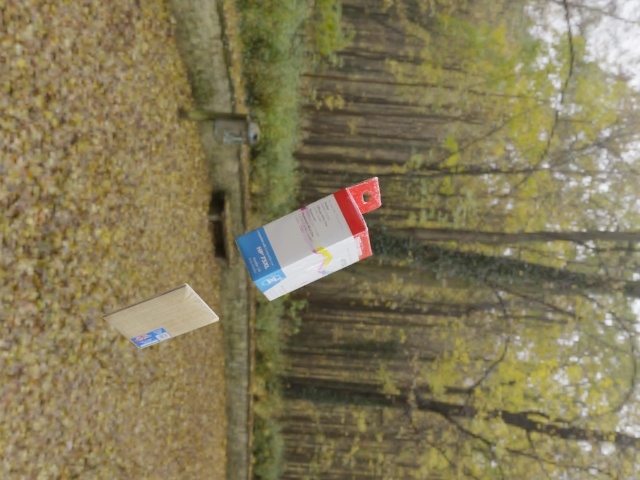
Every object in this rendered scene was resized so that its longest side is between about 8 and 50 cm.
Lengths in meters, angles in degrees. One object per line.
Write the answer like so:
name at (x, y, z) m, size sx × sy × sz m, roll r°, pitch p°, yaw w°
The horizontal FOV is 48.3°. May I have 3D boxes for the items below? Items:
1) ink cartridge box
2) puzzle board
ink cartridge box at (0.000, 0.000, 1.098) m, size 0.134 × 0.231 × 0.078 m, roll 66°, pitch 0°, yaw -72°
puzzle board at (-0.220, 0.105, 0.988) m, size 0.096 × 0.128 × 0.011 m, roll 58°, pitch 15°, yaw -49°
